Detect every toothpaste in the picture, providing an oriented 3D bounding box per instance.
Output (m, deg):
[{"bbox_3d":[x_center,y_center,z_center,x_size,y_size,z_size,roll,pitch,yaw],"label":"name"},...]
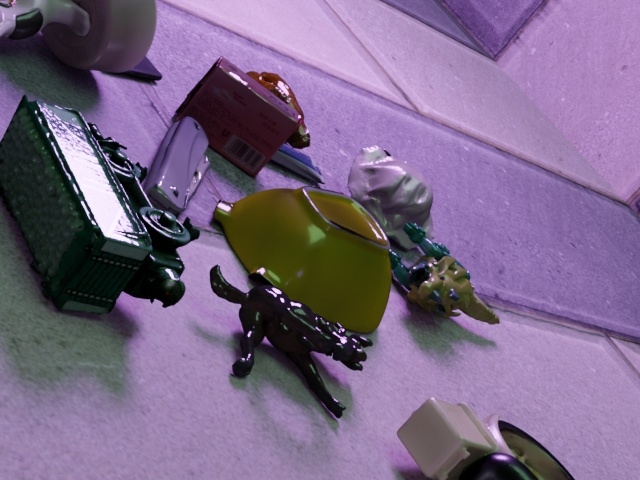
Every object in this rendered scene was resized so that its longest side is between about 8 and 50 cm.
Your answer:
[{"bbox_3d":[-0.065,-0.134,1.970,0.197,0.035,0.057,24,32,-45],"label":"toothpaste"}]

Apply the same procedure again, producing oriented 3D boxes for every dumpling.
[{"bbox_3d":[0.115,-0.062,2.055,0.188,0.108,0.127,54,41,-12],"label":"dumpling"}]

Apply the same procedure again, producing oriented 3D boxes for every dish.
[{"bbox_3d":[0.000,0.000,1.697,0.262,0.108,0.221,19,28,-45],"label":"dish"}]

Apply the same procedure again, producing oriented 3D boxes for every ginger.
[{"bbox_3d":[-0.075,-0.218,2.066,0.103,0.073,0.162,10,37,-53],"label":"ginger"}]

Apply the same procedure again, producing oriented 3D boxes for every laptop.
[{"bbox_3d":[-0.320,-0.299,1.888,0.180,0.016,0.129,50,22,22],"label":"laptop"}]

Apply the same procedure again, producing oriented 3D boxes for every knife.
[{"bbox_3d":[-0.181,-0.092,1.664,0.073,0.041,0.265,47,18,-15],"label":"knife"}]

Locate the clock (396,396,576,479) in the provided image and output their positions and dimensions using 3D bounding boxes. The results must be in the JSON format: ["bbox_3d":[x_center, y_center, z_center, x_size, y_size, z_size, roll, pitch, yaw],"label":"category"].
[{"bbox_3d":[0.255,0.344,1.435,0.276,0.120,0.379,25,20,-45],"label":"clock"}]

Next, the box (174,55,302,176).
[{"bbox_3d":[-0.118,-0.178,1.855,0.156,0.111,0.060,37,20,-15],"label":"box"}]

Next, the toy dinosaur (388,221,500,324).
[{"bbox_3d":[0.188,0.067,1.930,0.259,0.094,0.153,27,23,-52],"label":"toy dinosaur"}]

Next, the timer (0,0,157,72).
[{"bbox_3d":[-0.362,-0.291,1.649,0.266,0.175,0.175,-15,57,-47],"label":"timer"}]

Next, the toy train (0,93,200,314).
[{"bbox_3d":[-0.235,-0.027,1.340,0.154,0.115,0.269,8,37,-42],"label":"toy train"}]

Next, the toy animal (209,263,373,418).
[{"bbox_3d":[-0.032,0.113,1.474,0.233,0.084,0.148,27,12,-30],"label":"toy animal"}]
